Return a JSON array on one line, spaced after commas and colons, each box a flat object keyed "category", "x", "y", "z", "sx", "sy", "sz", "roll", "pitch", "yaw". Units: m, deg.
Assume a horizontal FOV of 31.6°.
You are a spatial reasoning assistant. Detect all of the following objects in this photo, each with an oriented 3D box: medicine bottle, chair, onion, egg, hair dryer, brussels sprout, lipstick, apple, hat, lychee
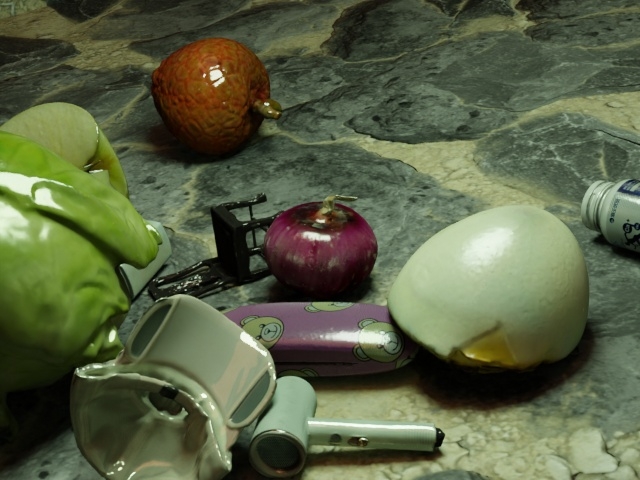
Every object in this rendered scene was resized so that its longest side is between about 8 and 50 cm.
[{"category": "medicine bottle", "x": 0.498, "y": -0.033, "z": 1.714, "sx": 0.107, "sy": 0.107, "sz": 0.191, "roll": -30, "pitch": 34, "yaw": -34}, {"category": "chair", "x": -0.170, "y": 0.017, "z": 1.831, "sx": 0.229, "sy": 0.113, "sz": 0.106, "roll": -16, "pitch": 26, "yaw": -21}, {"category": "onion", "x": -0.001, "y": 0.010, "z": 1.748, "sx": 0.177, "sy": 0.153, "sz": 0.177, "roll": -20, "pitch": 28, "yaw": 11}, {"category": "egg", "x": 0.233, "y": 0.048, "z": 1.529, "sx": 0.286, "sy": 0.174, "sz": 0.264, "roll": -15, "pitch": 35, "yaw": -31}, {"category": "hair dryer", "x": 0.037, "y": 0.229, "z": 1.405, "sx": 0.236, "sy": 0.073, "sz": 0.131, "roll": -1, "pitch": 27, "yaw": 10}, {"category": "brussels sprout", "x": -0.458, "y": 0.026, "z": 1.543, "sx": 0.342, "sy": 0.361, "sz": 0.425, "roll": -10, "pitch": 42, "yaw": 33}, {"category": "lipstick", "x": -0.335, "y": 0.065, "z": 1.818, "sx": 0.079, "sy": 0.077, "sz": 0.253, "roll": 1, "pitch": 33, "yaw": 27}, {"category": "apple", "x": -0.467, "y": -0.069, "z": 1.949, "sx": 0.257, "sy": 0.233, "sz": 0.295, "roll": -24, "pitch": 38, "yaw": 3}, {"category": "hat", "x": -0.185, "y": 0.192, "z": 1.418, "sx": 0.219, "sy": 0.164, "sz": 0.226, "roll": 37, "pitch": 40, "yaw": -2}, {"category": "lychee", "x": -0.207, "y": -0.295, "z": 2.291, "sx": 0.300, "sy": 0.255, "sz": 0.255, "roll": 2, "pitch": 29, "yaw": 21}]

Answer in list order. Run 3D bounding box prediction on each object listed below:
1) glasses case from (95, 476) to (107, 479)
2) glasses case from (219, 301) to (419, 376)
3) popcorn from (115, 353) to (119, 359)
[{"category": "glasses case", "x": -0.323, "y": 0.350, "z": 1.306, "sx": 0.205, "sy": 0.047, "sz": 0.071, "roll": -25, "pitch": 27, "yaw": -27}, {"category": "glasses case", "x": -0.018, "y": 0.138, "z": 1.581, "sx": 0.316, "sy": 0.076, "sz": 0.123, "roll": -1, "pitch": 28, "yaw": 13}, {"category": "popcorn", "x": -0.213, "y": 0.187, "z": 1.504, "sx": 0.145, "sy": 0.126, "sz": 0.126, "roll": -30, "pitch": 40, "yaw": 0}]
